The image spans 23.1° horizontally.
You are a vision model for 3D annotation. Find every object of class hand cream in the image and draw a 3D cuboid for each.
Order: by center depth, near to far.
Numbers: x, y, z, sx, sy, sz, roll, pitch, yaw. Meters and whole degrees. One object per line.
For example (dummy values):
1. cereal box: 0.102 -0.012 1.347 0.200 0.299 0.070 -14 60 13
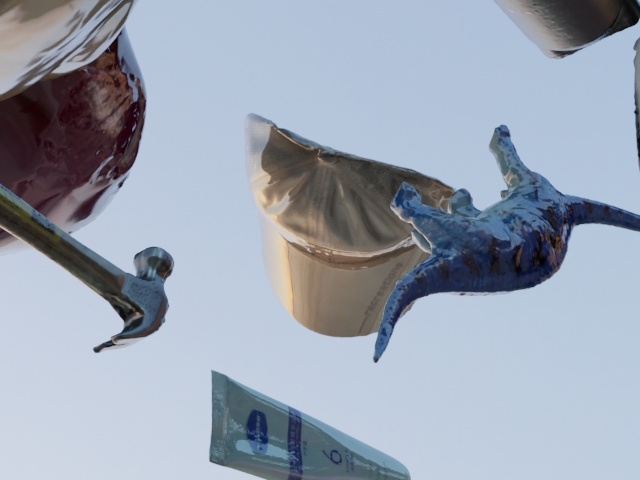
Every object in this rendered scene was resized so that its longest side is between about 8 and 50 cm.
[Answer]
1. hand cream: -0.015 0.249 1.803 0.067 0.109 0.321 -25 -38 36

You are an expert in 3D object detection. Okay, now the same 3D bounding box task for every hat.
1. hat: 0.000 0.000 1.485 0.220 0.164 0.226 19 -70 14

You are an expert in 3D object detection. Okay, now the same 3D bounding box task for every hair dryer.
1. hair dryer: 0.180 -0.318 1.534 0.116 0.302 0.244 -37 -30 11

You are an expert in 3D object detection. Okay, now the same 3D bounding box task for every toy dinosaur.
1. toy dinosaur: 0.126 -0.005 1.157 0.329 0.144 0.076 -17 -41 -34

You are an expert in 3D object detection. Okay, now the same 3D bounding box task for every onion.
1. onion: -0.269 -0.203 1.371 0.420 0.398 0.398 -35 -37 -32

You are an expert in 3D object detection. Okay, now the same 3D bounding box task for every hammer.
1. hammer: -0.132 -0.011 0.646 0.017 0.062 0.182 -30 -51 32

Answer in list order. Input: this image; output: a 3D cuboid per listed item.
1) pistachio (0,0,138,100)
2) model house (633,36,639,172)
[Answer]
1. pistachio: -0.202 -0.238 0.940 0.445 0.365 0.281 -32 -54 29
2. model house: 0.487 -0.183 1.701 0.239 0.173 0.268 13 -41 -36
